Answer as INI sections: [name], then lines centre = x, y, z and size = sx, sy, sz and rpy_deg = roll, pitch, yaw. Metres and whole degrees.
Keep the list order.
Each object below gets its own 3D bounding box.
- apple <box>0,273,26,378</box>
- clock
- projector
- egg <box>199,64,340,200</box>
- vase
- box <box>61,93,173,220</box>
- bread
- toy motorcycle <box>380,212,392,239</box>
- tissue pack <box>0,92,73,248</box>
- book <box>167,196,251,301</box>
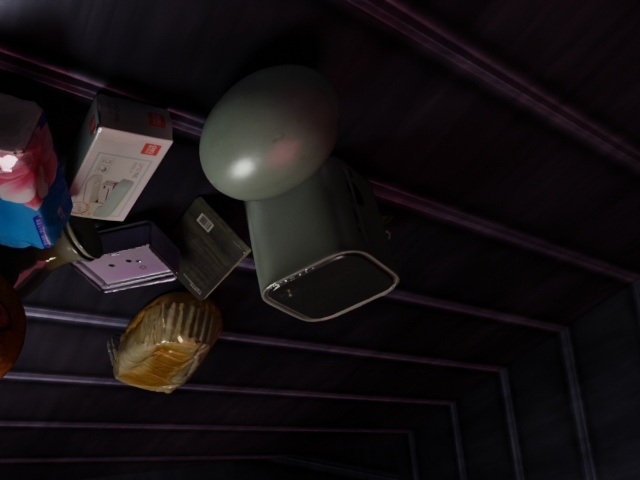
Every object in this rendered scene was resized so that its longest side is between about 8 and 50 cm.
[apple]
centre = -0.677, 0.156, 1.259
size = 0.277, 0.250, 0.309
rpy_deg = -43, 118, 9
[clock]
centre = -0.417, 0.038, 1.550
size = 0.194, 0.073, 0.144
rpy_deg = -11, 145, 14
[projector]
centre = 0.000, 0.000, 1.538
size = 0.248, 0.249, 0.249
rpy_deg = -27, 148, 21
[egg]
centre = -0.088, -0.180, 1.228
size = 0.283, 0.202, 0.203
rpy_deg = -37, 144, 28
[vase]
centre = -0.608, 0.049, 1.441
size = 0.321, 0.173, 0.173
rpy_deg = -24, 150, 8
[box]
centre = -0.377, -0.142, 1.291
size = 0.135, 0.079, 0.269
rpy_deg = 7, 144, -34
[bread]
centre = -0.406, 0.273, 1.932
size = 0.236, 0.183, 0.389
rpy_deg = 26, 140, -28
[toy motorcycle]
centre = 0.080, -0.017, 1.737
size = 0.190, 0.074, 0.106
rpy_deg = -11, 142, -6
[tissue pack]
centre = -0.532, -0.114, 1.157
size = 0.209, 0.137, 0.269
rpy_deg = 18, 148, 2
[book]
centre = -0.264, 0.025, 1.578
size = 0.228, 0.160, 0.024
rpy_deg = -44, 179, 42
